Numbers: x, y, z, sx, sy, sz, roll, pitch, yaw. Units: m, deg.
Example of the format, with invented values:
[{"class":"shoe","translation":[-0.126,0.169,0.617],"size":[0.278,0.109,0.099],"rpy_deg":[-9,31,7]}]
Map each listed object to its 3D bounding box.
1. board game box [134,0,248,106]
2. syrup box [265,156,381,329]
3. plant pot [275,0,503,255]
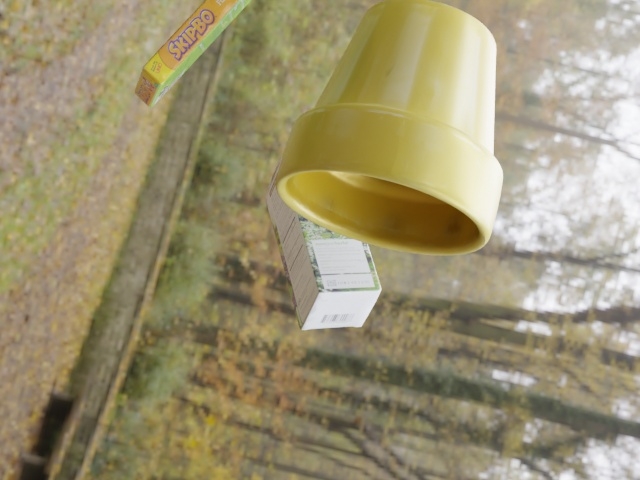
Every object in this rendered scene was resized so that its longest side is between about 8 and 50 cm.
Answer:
[{"class":"board game box","translation":[-0.113,-0.266,1.282],"size":[0.259,0.039,0.124],"rpy_deg":[-47,-173,-13]},{"class":"syrup box","translation":[0.000,0.000,1.561],"size":[0.096,0.093,0.237],"rpy_deg":[115,-33,-48]},{"class":"plant pot","translation":[0.097,-0.137,1.296],"size":[0.254,0.254,0.239],"rpy_deg":[115,-10,-74]}]
